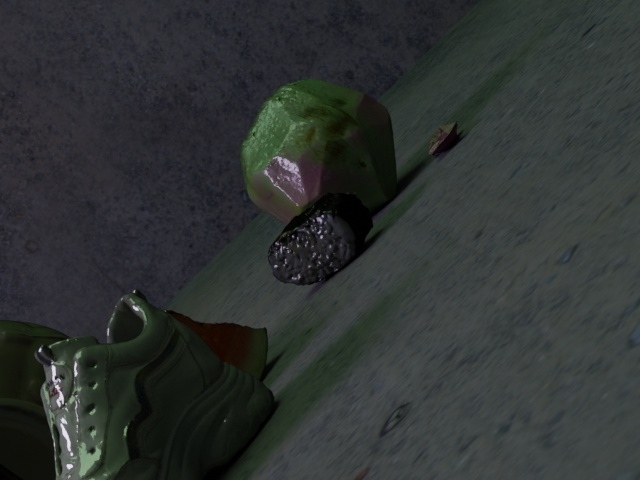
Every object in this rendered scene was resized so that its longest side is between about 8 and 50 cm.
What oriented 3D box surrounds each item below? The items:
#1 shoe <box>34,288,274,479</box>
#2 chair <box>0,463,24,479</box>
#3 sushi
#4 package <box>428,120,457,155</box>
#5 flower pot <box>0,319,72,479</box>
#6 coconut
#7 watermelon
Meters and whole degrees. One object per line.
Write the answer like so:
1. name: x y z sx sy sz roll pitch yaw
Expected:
1. shoe: -0.205 0.188 1.354 0.132 0.210 0.342 -38 9 43
2. chair: -0.353 0.293 1.434 0.154 0.141 0.260 -44 38 -3
3. sushi: 0.000 0.000 1.863 0.150 0.090 0.078 -38 12 35
4. package: 0.171 -0.141 1.981 0.059 0.029 0.083 -51 -5 5
5. flower pot: -0.364 0.255 1.648 0.307 0.307 0.244 -44 15 1
6. coconut: 0.005 -0.108 2.043 0.236 0.236 0.204 -50 -26 -43
7. watermelon: -0.141 0.154 1.645 0.193 0.145 0.137 25 99 54
